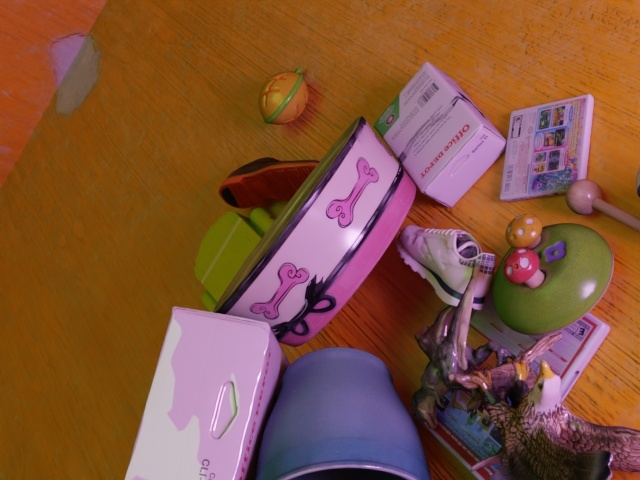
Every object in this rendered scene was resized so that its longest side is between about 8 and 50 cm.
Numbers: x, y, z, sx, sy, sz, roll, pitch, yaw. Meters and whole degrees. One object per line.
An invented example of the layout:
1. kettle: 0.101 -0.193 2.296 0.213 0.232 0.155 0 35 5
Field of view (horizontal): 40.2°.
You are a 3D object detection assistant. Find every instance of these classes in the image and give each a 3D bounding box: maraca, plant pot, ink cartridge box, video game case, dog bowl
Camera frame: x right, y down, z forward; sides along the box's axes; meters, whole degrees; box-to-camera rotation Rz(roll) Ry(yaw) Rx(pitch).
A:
1. maraca: -0.078 -0.310 1.866 0.127 0.099 0.186 -44 18 21
2. plant pot: 0.030 0.313 1.323 0.271 0.271 0.255 -40 31 28
3. ink cartridge box: 0.202 -0.181 1.493 0.153 0.087 0.208 -48 43 20
4. video game case: 0.352 -0.142 1.364 0.143 0.019 0.157 -7 66 46
5. dog bowl: 0.000 0.000 1.452 0.408 0.150 0.408 -52 6 8
6. ink cartridge box: -0.158 0.296 1.410 0.160 0.385 0.279 9 70 8
7. video game case: 0.269 0.193 1.283 0.285 0.025 0.204 -59 40 8

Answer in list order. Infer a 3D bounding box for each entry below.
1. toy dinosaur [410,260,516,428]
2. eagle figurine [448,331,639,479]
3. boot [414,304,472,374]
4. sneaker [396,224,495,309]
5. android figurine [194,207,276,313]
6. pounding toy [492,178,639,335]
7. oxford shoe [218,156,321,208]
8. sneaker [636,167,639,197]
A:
1. toy dinosaur: 0.204 0.174 1.246 0.118 0.064 0.268 35 112 42
2. eagle figurine: 0.292 0.242 1.059 0.226 0.225 0.298 -49 42 2
3. boot: 0.205 0.160 1.324 0.106 0.037 0.114 -47 47 21
4. sneaker: 0.199 0.019 1.368 0.235 0.090 0.095 45 127 55
5. android figurine: -0.173 0.046 1.818 0.273 0.056 0.248 40 102 49
6. pounding toy: 0.316 0.009 1.209 0.237 0.110 0.183 -45 30 5
7. oxford shoe: -0.088 -0.139 1.791 0.271 0.097 0.098 -5 43 34
8. sneaker: 0.512 0.012 1.022 0.323 0.130 0.236 1 68 42
